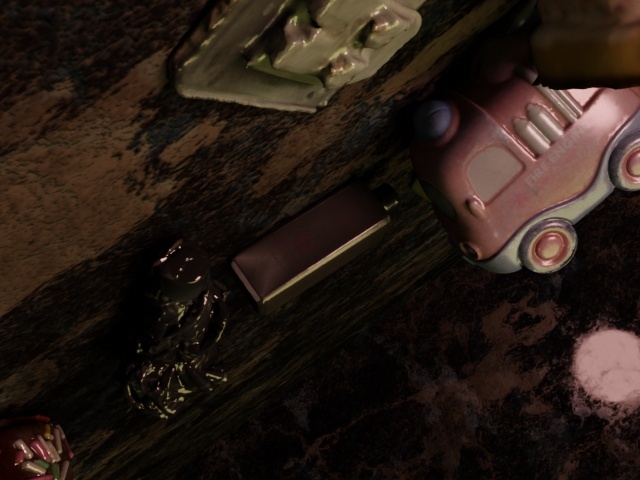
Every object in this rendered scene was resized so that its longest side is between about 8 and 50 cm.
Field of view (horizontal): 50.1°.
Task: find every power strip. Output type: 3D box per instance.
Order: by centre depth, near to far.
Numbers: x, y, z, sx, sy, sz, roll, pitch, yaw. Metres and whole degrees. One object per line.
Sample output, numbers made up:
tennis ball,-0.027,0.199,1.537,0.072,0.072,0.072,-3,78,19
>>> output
power strip,0.020,-0.156,0.502,0.198,0.064,0.213,-42,166,28

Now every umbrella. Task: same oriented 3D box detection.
umbrella,-0.157,0.108,0.816,0.154,0.128,0.336,-22,157,-39

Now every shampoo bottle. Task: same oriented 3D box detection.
shampoo bottle,0.000,0.000,0.918,0.246,0.080,0.079,-33,166,-15

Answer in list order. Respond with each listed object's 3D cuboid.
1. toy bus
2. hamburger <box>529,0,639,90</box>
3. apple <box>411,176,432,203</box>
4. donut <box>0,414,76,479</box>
toy bus,0.234,-0.122,0.824,0.294,0.232,0.197,-45,-155,13
hamburger,0.309,-0.241,0.576,0.261,0.186,0.303,0,-163,37
apple,0.333,-0.181,1.116,0.320,0.311,0.360,23,132,-20
donut,-0.435,0.334,0.861,0.259,0.136,0.345,-32,167,-7
